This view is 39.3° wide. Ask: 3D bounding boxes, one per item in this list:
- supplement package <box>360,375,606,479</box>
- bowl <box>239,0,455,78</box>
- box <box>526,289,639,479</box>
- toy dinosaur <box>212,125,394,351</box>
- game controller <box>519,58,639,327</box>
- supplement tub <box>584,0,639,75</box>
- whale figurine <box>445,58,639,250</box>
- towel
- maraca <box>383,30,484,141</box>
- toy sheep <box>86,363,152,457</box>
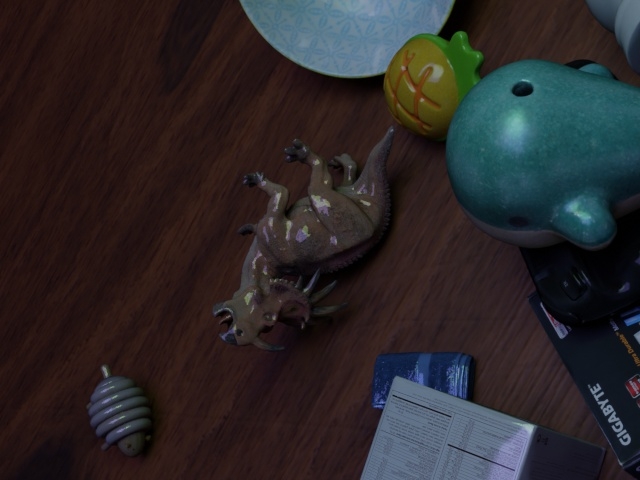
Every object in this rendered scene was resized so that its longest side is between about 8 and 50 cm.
[{"bbox_3d":[0.141,0.257,0.835,0.149,0.194,0.203,14,82,38],"label":"supplement package"},{"bbox_3d":[0.045,-0.365,1.127,0.289,0.289,0.156,-22,19,27],"label":"bowl"},{"bbox_3d":[0.312,0.086,0.830,0.175,0.051,0.220,-39,38,18],"label":"box"},{"bbox_3d":[0.000,0.000,1.078,0.296,0.127,0.200,-34,64,6],"label":"toy dinosaur"},{"bbox_3d":[0.265,-0.061,0.914,0.166,0.067,0.319,-23,46,12],"label":"game controller"},{"bbox_3d":[0.354,-0.345,0.873,0.241,0.241,0.331,-23,62,27],"label":"supplement tub"},{"bbox_3d":[0.245,-0.094,0.805,0.272,0.141,0.216,-4,52,25],"label":"whale figurine"},{"bbox_3d":[0.112,0.157,0.995,0.119,0.029,0.067,-5,70,34],"label":"towel"},{"bbox_3d":[0.137,-0.177,1.031,0.186,0.099,0.127,6,115,66],"label":"maraca"},{"bbox_3d":[-0.271,0.228,1.201,0.091,0.091,0.132,-33,76,21],"label":"toy sheep"}]
